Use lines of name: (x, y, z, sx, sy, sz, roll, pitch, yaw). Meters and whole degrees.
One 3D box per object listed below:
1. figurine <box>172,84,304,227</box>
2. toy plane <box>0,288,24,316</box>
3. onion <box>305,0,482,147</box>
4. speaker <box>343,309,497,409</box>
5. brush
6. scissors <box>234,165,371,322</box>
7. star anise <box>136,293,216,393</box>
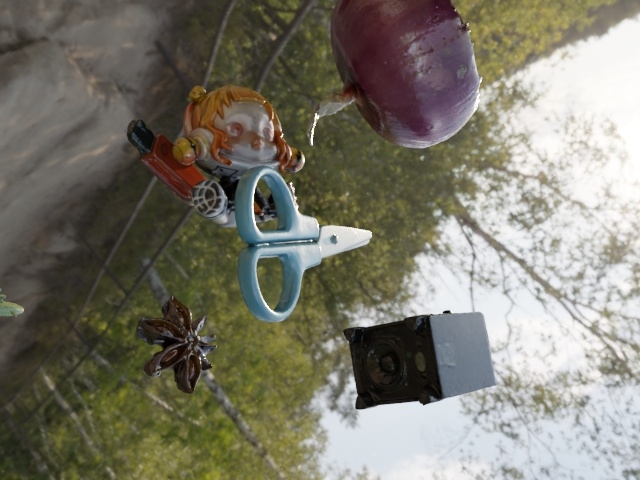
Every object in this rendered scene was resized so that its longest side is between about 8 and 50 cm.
figurine: (-0.188, -0.196, 1.287, 0.320, 0.323, 0.196, 1, 169, -41)
toy plane: (-0.517, 0.105, 0.911, 0.040, 0.111, 0.102, 34, -75, 48)
onion: (0.136, -0.358, 1.165, 0.345, 0.358, 0.358, -2, -170, -3)
speaker: (0.210, 0.255, 1.285, 0.232, 0.184, 0.254, -20, 163, 42)
brush: (-0.306, -0.138, 1.284, 0.051, 0.323, 0.070, -18, -134, 25)
scissors: (0.000, 0.000, 0.872, 0.029, 0.192, 0.447, -6, 179, 23)
star anise: (-0.362, 0.263, 1.454, 0.099, 0.214, 0.220, -46, -167, 42)
